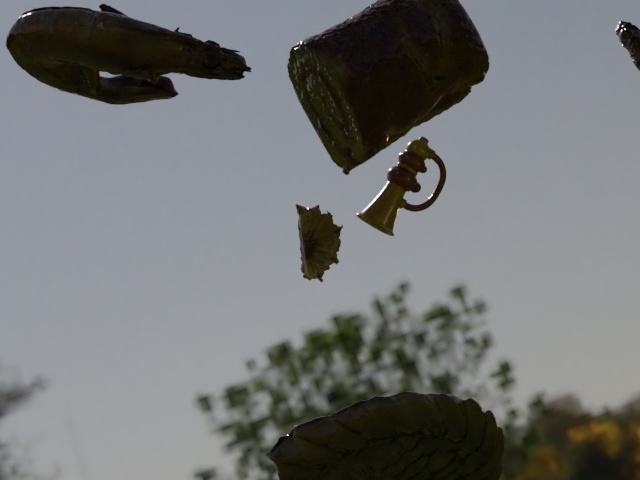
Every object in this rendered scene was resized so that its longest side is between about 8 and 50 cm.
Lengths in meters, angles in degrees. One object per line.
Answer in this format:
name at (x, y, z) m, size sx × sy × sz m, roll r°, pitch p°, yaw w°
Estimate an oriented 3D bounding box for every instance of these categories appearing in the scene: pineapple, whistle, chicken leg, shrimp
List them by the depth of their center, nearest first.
shrimp at (-0.123, -0.108, 1.207) m, size 0.162 × 0.045 × 0.095 m, roll 10°, pitch -41°, yaw 6°
pineapple at (0.000, 0.000, 1.886) m, size 0.045 × 0.083 × 0.019 m, roll -10°, pitch 20°, yaw -18°
whistle at (0.092, -0.055, 1.975) m, size 0.109 × 0.057 × 0.046 m, roll -54°, pitch -9°, yaw -5°
chicken leg at (0.379, -0.207, 2.160) m, size 0.037 × 0.145 × 0.062 m, roll -40°, pitch -41°, yaw 14°

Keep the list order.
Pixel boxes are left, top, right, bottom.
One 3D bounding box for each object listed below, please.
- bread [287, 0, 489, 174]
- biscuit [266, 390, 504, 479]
bread at (0.067, -0.161, 1.775) m, size 0.172 × 0.132 × 0.103 m, roll -32°, pitch 6°, yaw -29°
biscuit at (0.088, 0.218, 1.833) m, size 0.187 × 0.036 × 0.273 m, roll -40°, pitch -44°, yaw 18°
